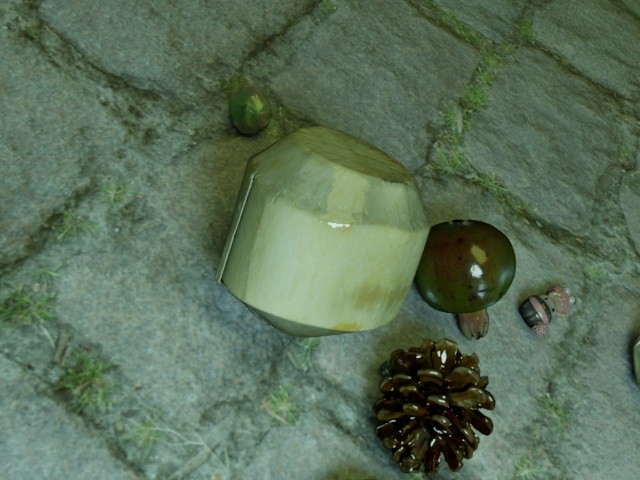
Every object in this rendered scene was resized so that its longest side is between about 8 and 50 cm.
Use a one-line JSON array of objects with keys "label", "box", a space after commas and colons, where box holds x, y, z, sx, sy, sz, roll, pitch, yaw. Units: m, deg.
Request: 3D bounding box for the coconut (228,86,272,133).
[{"label": "coconut", "box": [-0.126, -0.234, 1.191, 0.082, 0.081, 0.083, 37, 96, 2]}]

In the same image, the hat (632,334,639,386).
[{"label": "hat", "box": [0.693, 0.263, 1.222, 0.244, 0.149, 0.214, 31, 17, -45]}]

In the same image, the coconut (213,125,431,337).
[{"label": "coconut", "box": [0.000, 0.000, 0.970, 0.323, 0.323, 0.323, 11, 55, -16]}]

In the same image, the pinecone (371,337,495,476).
[{"label": "pinecone", "box": [0.163, 0.244, 0.949, 0.179, 0.150, 0.195, 47, 60, -11]}]

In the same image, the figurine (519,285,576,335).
[{"label": "figurine", "box": [0.418, 0.127, 1.208, 0.129, 0.054, 0.072, -16, 81, -39]}]

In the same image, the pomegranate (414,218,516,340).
[{"label": "pomegranate", "box": [0.241, 0.067, 1.111, 0.180, 0.180, 0.210, -15, 102, -31]}]

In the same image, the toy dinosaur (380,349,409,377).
[{"label": "toy dinosaur", "box": [0.132, 0.203, 1.042, 0.083, 0.030, 0.047, -10, 64, -27]}]
